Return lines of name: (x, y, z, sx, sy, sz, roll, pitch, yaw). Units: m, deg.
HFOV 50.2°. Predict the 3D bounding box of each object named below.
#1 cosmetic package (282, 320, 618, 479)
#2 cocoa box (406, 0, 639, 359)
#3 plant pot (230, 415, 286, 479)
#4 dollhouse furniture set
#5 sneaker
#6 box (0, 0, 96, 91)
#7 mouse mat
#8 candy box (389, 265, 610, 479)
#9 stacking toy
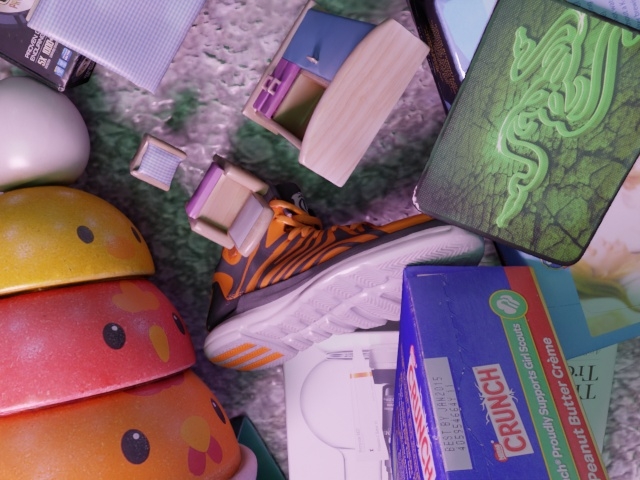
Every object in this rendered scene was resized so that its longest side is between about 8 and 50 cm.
cosmetic package: (0.146, 0.213, 0.836, 0.377, 0.097, 0.285, -2, 113, 2)
cocoa box: (0.251, -0.111, 0.642, 0.231, 0.228, 0.347, -21, 108, 9)
plant pot: (-0.173, 0.368, 0.866, 0.234, 0.165, 0.166, -22, 108, 15)
dollhouse furniture set: (-0.121, -0.160, 0.585, 0.303, 0.198, 0.286, 28, 99, -28)
sneaker: (0.000, 0.000, 0.687, 0.321, 0.180, 0.124, -24, 144, 27)
box: (-0.272, -0.265, 0.676, 0.147, 0.077, 0.180, 31, 108, -9)
mouse mat: (0.173, -0.082, 0.530, 0.152, 0.007, 0.190, 20, 111, -3)
candy box: (0.134, 0.220, 0.590, 0.122, 0.268, 0.317, -3, 137, 1)
stacking toy: (-0.272, 0.069, 0.681, 0.350, 0.350, 0.480, -11, 89, 5)
